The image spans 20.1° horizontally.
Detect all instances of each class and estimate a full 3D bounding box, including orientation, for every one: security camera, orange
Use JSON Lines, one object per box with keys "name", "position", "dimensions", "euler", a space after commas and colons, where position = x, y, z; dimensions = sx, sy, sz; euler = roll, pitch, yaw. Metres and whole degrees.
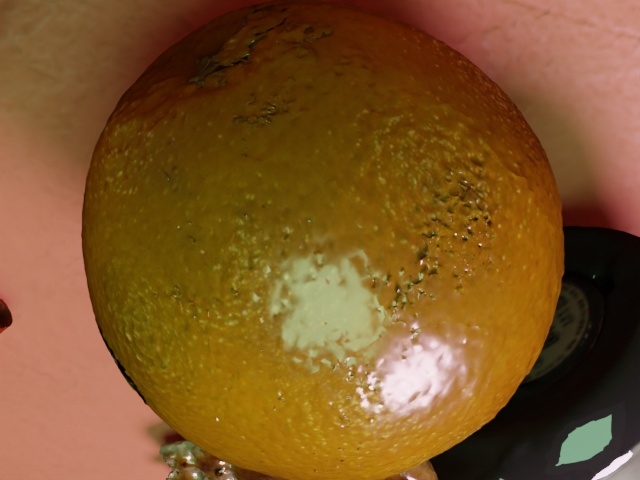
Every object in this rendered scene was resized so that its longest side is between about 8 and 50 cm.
{"name": "security camera", "position": [0.200, 0.141, 1.150], "dimensions": [0.191, 0.197, 0.277], "euler": [-35, 122, 8]}
{"name": "orange", "position": [0.000, 0.000, 1.014], "dimensions": [0.274, 0.274, 0.274], "euler": [-1, 120, -1]}

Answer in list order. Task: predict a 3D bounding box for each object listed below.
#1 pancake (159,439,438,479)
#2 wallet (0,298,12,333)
{"name": "pancake", "position": [0.009, 0.190, 1.216], "dimensions": [0.244, 0.057, 0.266], "euler": [7, 141, 13]}
{"name": "wallet", "position": [-0.318, 0.066, 1.164], "dimensions": [0.204, 0.045, 0.142], "euler": [-38, 117, 19]}
